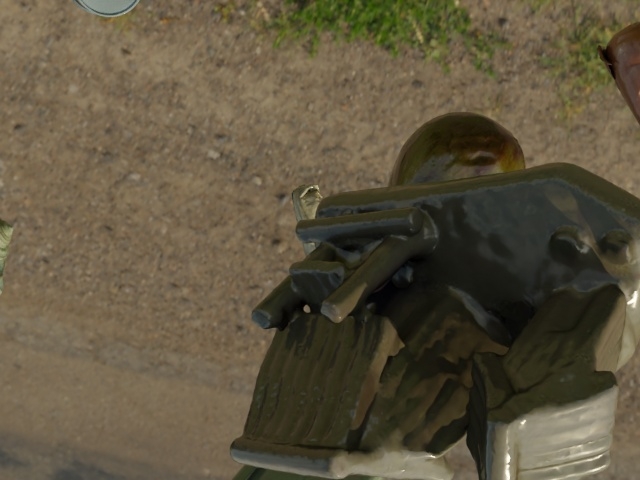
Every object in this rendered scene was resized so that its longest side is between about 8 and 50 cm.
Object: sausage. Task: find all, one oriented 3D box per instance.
[{"bbox_3d":[0.523,-0.113,1.340,0.094,0.094,0.418,-33,83,54],"label":"sausage"}]

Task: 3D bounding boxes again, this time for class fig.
[{"bbox_3d":[0.107,-0.043,0.829,0.109,0.154,0.103,17,143,36],"label":"fig"}]

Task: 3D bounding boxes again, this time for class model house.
[{"bbox_3d":[0.056,0.059,0.511,0.229,0.188,0.122,-1,126,41],"label":"model house"}]

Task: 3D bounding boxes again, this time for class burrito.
[{"bbox_3d":[0.000,0.000,1.196,0.055,0.041,0.149,-19,88,57],"label":"burrito"}]

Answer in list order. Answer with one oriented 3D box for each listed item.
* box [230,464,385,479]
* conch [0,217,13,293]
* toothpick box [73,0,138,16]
[{"bbox_3d":[-0.016,0.227,0.737,0.093,0.172,0.124,19,136,31],"label":"box"},{"bbox_3d":[-0.413,0.017,1.089,0.153,0.102,0.135,-13,112,29],"label":"conch"},{"bbox_3d":[-0.314,-0.374,1.375,0.101,0.101,0.153,37,-179,-23],"label":"toothpick box"}]
